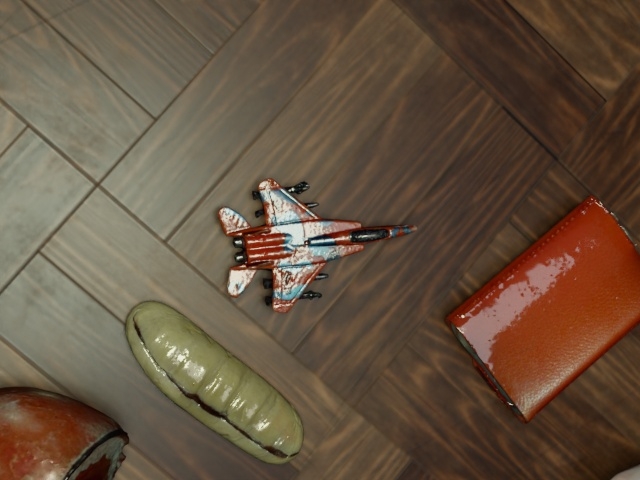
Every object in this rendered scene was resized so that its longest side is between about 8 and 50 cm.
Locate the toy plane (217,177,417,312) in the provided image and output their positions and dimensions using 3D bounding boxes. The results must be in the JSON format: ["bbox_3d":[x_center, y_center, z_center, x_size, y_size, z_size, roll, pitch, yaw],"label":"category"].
[{"bbox_3d":[-0.001,0.000,1.107,0.189,0.061,0.130,-7,92,-17],"label":"toy plane"}]

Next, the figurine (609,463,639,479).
[{"bbox_3d":[0.396,0.282,1.172,0.276,0.133,0.200,-7,106,-17],"label":"figurine"}]

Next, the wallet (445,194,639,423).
[{"bbox_3d":[0.242,0.070,1.173,0.204,0.045,0.142,-40,101,-9],"label":"wallet"}]

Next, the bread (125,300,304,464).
[{"bbox_3d":[-0.100,0.140,1.090,0.214,0.053,0.073,41,86,-11],"label":"bread"}]

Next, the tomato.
[{"bbox_3d":[-0.285,0.219,1.004,0.155,0.181,0.214,32,76,6],"label":"tomato"}]
